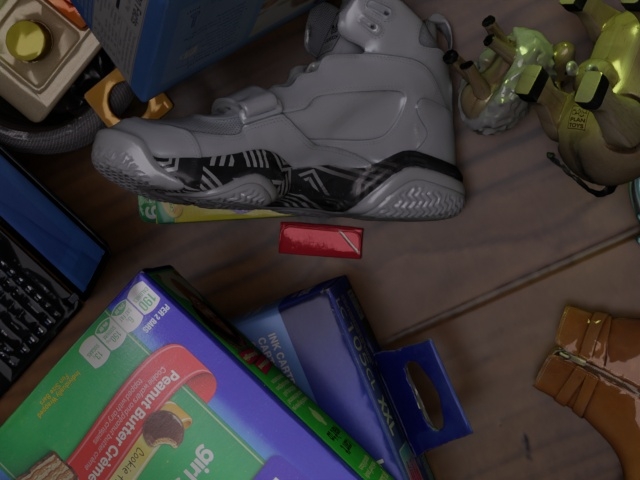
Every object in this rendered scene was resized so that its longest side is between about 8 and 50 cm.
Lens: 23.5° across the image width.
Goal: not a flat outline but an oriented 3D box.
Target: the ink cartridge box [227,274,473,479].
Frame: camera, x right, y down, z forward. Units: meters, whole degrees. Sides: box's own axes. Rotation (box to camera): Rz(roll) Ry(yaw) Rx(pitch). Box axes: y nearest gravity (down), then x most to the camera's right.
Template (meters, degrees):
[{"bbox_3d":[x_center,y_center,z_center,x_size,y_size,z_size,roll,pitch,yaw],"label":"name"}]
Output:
[{"bbox_3d":[-0.053,0.207,1.487,0.395,0.151,0.270,-23,90,8],"label":"ink cartridge box"}]

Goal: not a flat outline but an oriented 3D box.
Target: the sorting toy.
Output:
[{"bbox_3d":[-0.272,-0.232,1.407,0.348,0.047,0.196,39,101,-3],"label":"sorting toy"}]

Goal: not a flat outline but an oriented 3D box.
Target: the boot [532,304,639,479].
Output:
[{"bbox_3d":[0.275,0.167,1.475,0.152,0.073,0.197,19,90,9],"label":"boot"}]

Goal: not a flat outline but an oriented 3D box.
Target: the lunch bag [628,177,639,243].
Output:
[{"bbox_3d":[0.420,-0.004,1.417,0.224,0.108,0.279,-30,88,13],"label":"lunch bag"}]

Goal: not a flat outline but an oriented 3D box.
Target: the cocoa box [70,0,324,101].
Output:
[{"bbox_3d":[-0.060,-0.321,1.305,0.347,0.231,0.228,-32,82,-19],"label":"cocoa box"}]

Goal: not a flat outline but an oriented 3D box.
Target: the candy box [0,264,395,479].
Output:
[{"bbox_3d":[-0.118,0.224,1.360,0.317,0.122,0.268,43,98,3],"label":"candy box"}]

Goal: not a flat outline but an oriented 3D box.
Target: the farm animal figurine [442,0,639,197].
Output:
[{"bbox_3d":[0.314,-0.174,1.354,0.327,0.330,0.172,-51,128,-1],"label":"farm animal figurine"}]

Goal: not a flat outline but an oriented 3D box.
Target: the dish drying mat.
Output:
[{"bbox_3d":[0.000,0.000,1.531,0.083,0.008,0.032,4,96,8],"label":"dish drying mat"}]

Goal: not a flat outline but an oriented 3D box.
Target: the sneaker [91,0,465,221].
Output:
[{"bbox_3d":[-0.030,-0.130,1.418,0.366,0.137,0.210,4,87,-24],"label":"sneaker"}]

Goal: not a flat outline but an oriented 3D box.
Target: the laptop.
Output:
[{"bbox_3d":[-0.357,0.019,1.518,0.234,0.136,0.264,43,99,1],"label":"laptop"}]

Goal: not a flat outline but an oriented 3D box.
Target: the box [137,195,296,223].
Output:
[{"bbox_3d":[-0.099,-0.071,1.524,0.179,0.043,0.105,-4,93,10],"label":"box"}]

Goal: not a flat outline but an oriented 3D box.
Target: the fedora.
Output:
[{"bbox_3d":[-0.281,-0.221,1.499,0.244,0.124,0.275,-36,95,11],"label":"fedora"}]
